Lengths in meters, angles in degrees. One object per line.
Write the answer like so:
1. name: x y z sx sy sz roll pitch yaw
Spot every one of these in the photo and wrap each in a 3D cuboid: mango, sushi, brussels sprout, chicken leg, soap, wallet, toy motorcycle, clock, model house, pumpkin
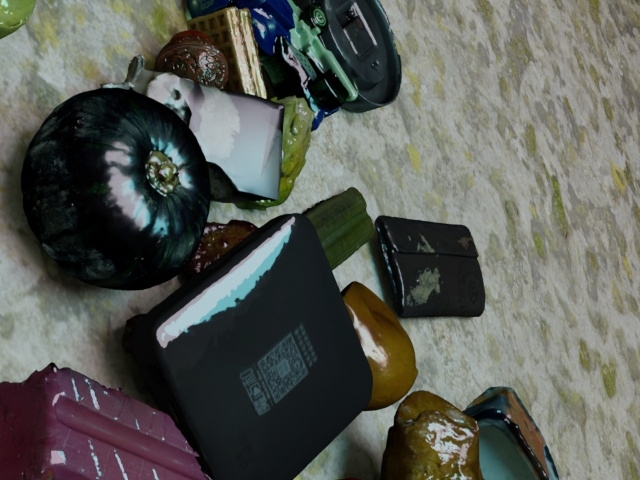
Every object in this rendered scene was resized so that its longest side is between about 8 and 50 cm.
1. mango: 0.058 0.158 1.738 0.166 0.136 0.236 46 17 -1
2. sushi: -0.183 -0.136 1.591 0.273 0.109 0.134 16 71 -33
3. brussels sprout: -0.067 -0.127 1.751 0.139 0.100 0.181 74 23 -46
4. chicken leg: -0.138 0.068 1.556 0.177 0.083 0.322 45 36 -21
5. soap: -0.209 0.259 1.282 0.289 0.112 0.182 32 47 -45
6. wallet: 0.195 0.046 2.093 0.321 0.044 0.170 6 72 -59
7. toy motorcycle: -0.083 -0.309 1.829 0.331 0.125 0.196 55 35 -15
8. clock: 0.042 -0.347 2.100 0.280 0.055 0.280 36 44 -43
9. model house: 0.284 0.353 1.974 0.253 0.184 0.291 58 18 -6
10. pumpkin: -0.226 -0.056 1.400 0.233 0.163 0.233 31 48 -43

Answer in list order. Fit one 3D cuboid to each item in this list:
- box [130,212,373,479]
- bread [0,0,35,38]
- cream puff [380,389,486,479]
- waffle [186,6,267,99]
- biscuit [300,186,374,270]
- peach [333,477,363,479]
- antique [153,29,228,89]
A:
1. box: -0.071 0.149 1.484 0.289 0.073 0.290 -40 120 -34
2. bread: -0.377 -0.266 1.338 0.111 0.114 0.129 42 52 -48
3. cream puff: 0.152 0.352 1.706 0.269 0.155 0.241 73 18 -50
4. waffle: -0.128 -0.241 1.701 0.042 0.102 0.148 -17 99 -43
5. biscuit: 0.000 0.000 1.842 0.322 0.038 0.099 -35 105 -59
6. peach: 0.036 0.362 1.622 0.101 0.101 0.100 35 45 -43
7. antique: -0.172 -0.224 1.645 0.104 0.104 0.104 35 45 -43
